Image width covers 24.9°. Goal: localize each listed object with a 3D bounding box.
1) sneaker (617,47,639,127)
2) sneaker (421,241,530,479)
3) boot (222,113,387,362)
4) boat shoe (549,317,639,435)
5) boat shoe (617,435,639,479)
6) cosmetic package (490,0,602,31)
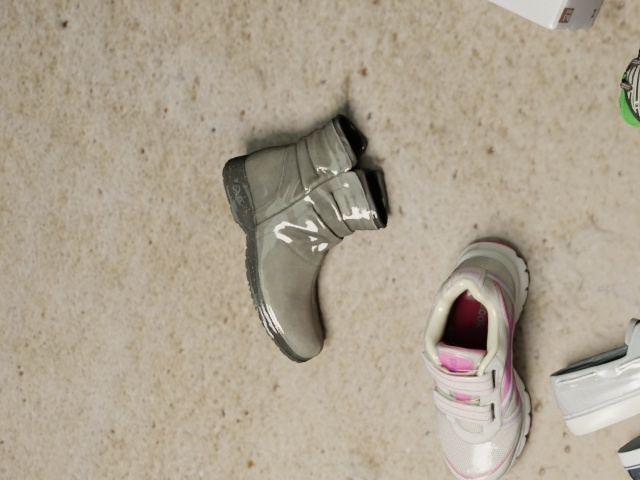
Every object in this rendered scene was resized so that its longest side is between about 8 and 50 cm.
[{"bbox_3d":[0.332,-0.173,1.321,0.146,0.134,0.343,-6,95,28],"label":"sneaker"},{"bbox_3d":[0.149,0.131,1.470,0.103,0.111,0.252,1,98,27],"label":"sneaker"},{"bbox_3d":[0.000,0.000,1.550,0.161,0.083,0.246,-16,91,22],"label":"boot"},{"bbox_3d":[0.319,0.112,1.398,0.227,0.079,0.081,-32,87,30],"label":"boat shoe"},{"bbox_3d":[0.366,0.214,1.373,0.083,0.065,0.183,60,149,1],"label":"boat shoe"},{"bbox_3d":[0.161,-0.286,1.404,0.231,0.117,0.085,28,110,20],"label":"cosmetic package"}]
